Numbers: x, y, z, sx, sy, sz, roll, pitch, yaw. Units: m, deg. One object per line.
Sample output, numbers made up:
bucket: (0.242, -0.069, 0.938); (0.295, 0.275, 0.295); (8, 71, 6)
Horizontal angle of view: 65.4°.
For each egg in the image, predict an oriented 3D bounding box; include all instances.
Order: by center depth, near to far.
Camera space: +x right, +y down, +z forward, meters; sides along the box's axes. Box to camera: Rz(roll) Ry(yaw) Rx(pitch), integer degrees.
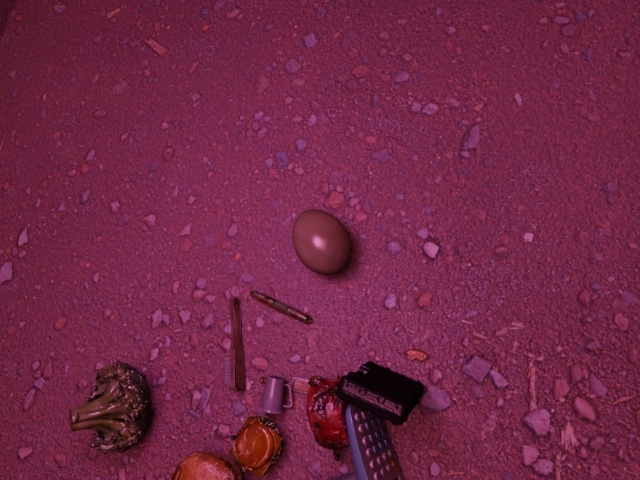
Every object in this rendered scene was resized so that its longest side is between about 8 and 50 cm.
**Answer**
egg: (0.000, 0.000, 1.702); (0.189, 0.188, 0.253); (-34, 57, 4)

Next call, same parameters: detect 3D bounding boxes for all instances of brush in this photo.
brush: (-0.309, 0.362, 1.751); (0.065, 0.070, 0.327); (-14, 68, 23)

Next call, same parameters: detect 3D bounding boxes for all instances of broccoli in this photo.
broccoli: (-0.712, 0.582, 1.721); (0.260, 0.235, 0.288); (-17, 62, -15)

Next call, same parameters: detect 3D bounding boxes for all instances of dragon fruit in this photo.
dragon fruit: (0.064, 0.531, 1.517); (0.147, 0.211, 0.282); (-17, 95, 18)

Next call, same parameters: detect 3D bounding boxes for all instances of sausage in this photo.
sausage: (-0.143, 0.232, 1.755); (0.269, 0.033, 0.032); (22, 80, 22)

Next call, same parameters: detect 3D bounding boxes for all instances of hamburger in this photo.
hamburger: (-0.364, 0.787, 1.579); (0.245, 0.163, 0.244); (-3, 69, 9)
hamburger: (-0.199, 0.659, 1.603); (0.164, 0.093, 0.189); (39, 86, 26)

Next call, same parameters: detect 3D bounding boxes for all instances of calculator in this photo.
calculator: (0.161, 0.627, 1.418); (0.054, 0.256, 0.386); (-22, 71, 21)

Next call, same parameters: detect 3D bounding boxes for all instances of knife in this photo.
knife: (-0.087, 0.479, 1.666); (0.256, 0.022, 0.046); (6, 71, 18)

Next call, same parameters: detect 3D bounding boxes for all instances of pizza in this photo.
pizza: (0.304, 0.364, 1.588); (0.083, 0.016, 0.037); (4, 73, 14)

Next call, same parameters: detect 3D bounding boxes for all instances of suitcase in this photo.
suitcase: (0.182, 0.436, 1.455); (0.206, 0.285, 0.066); (19, 94, 22)

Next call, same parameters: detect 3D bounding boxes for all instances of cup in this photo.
cup: (-0.140, 0.509, 1.640); (0.104, 0.074, 0.116); (10, 85, -3)

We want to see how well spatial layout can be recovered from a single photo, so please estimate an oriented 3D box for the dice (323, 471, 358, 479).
dice: (0.034, 0.817, 1.389); (0.265, 0.268, 0.262); (-21, 70, 9)
